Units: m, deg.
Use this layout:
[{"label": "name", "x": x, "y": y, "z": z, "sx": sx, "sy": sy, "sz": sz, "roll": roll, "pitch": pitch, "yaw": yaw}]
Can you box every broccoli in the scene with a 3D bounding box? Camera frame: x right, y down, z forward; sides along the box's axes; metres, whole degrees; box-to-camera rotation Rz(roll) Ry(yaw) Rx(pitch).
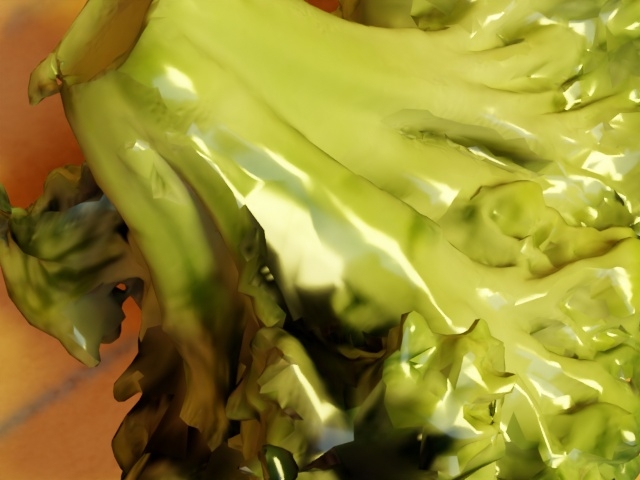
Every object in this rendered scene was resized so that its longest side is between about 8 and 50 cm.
[{"label": "broccoli", "x": 0.009, "y": -0.004, "z": 0.529, "sx": 0.348, "sy": 0.293, "sz": 0.281, "roll": -46, "pitch": 126, "yaw": 10}]
